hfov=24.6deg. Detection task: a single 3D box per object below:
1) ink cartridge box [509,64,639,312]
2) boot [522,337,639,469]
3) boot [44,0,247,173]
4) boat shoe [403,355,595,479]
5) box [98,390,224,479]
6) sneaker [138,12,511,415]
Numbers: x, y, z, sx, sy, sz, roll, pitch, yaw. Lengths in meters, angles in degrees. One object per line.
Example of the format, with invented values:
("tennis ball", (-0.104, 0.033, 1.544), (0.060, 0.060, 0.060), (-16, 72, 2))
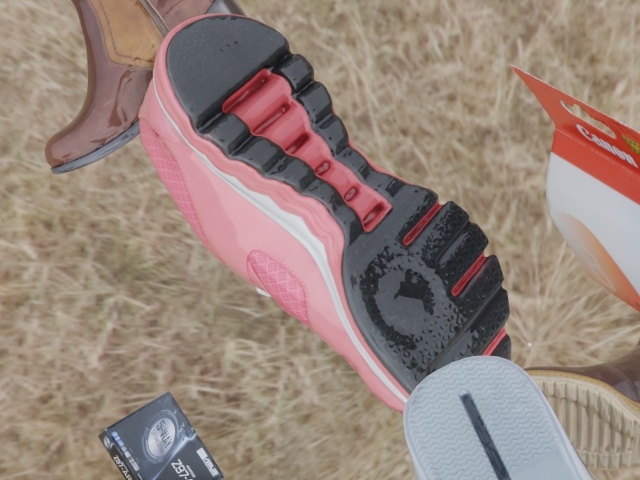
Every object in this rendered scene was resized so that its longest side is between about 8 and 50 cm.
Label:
("ink cartridge box", (0.181, -0.015, 0.900), (0.045, 0.145, 0.179), (-44, 123, -2))
("boot", (0.303, 0.135, 1.405), (0.248, 0.207, 0.090), (12, 117, 9))
("boot", (-0.249, -0.239, 1.468), (0.264, 0.096, 0.280), (-42, 107, 3))
("boat shoe", (0.089, 0.136, 0.511), (0.083, 0.076, 0.226), (-20, 40, 8))
("box", (-0.125, 0.170, 1.157), (0.067, 0.018, 0.083), (-28, 82, -36))
("sneaker", (0.000, -0.001, 0.944), (0.116, 0.136, 0.314), (-40, 92, -31))
